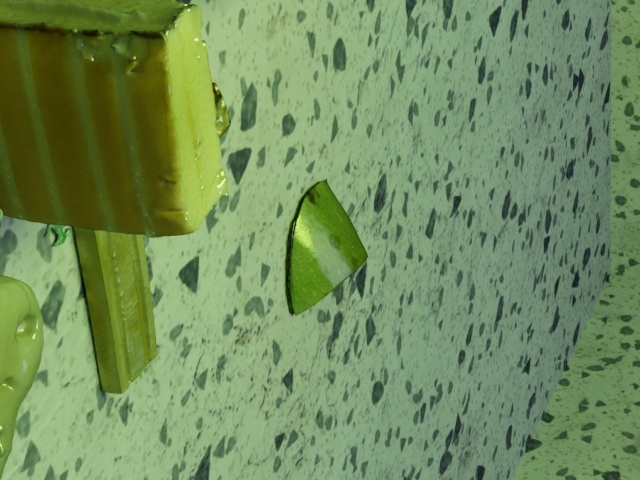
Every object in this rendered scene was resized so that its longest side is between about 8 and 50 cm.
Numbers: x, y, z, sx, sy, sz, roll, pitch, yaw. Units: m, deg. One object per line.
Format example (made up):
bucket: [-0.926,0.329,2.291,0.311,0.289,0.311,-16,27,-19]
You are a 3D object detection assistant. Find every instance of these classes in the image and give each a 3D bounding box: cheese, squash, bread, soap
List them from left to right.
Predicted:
cheese: [-0.357,0.160,1.574,0.159,0.093,0.263,31,72,-69]
bread: [-0.223,-0.135,1.580,0.111,0.239,0.246,-56,146,-49]
soap: [-0.240,0.060,1.876,0.092,0.037,0.252,-50,143,-48]
squash: [0.022,0.007,2.405,0.192,0.085,0.184,-50,144,-52]

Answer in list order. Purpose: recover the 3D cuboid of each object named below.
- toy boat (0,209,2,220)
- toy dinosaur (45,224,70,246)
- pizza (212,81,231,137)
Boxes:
toy boat: [-0.388,0.023,1.441,0.115,0.114,0.262,-53,166,20]
toy dinosaur: [-0.280,-0.032,1.765,0.083,0.021,0.062,-54,153,-39]
pizza: [-0.181,-0.205,1.690,0.074,0.251,0.288,-35,138,-7]
